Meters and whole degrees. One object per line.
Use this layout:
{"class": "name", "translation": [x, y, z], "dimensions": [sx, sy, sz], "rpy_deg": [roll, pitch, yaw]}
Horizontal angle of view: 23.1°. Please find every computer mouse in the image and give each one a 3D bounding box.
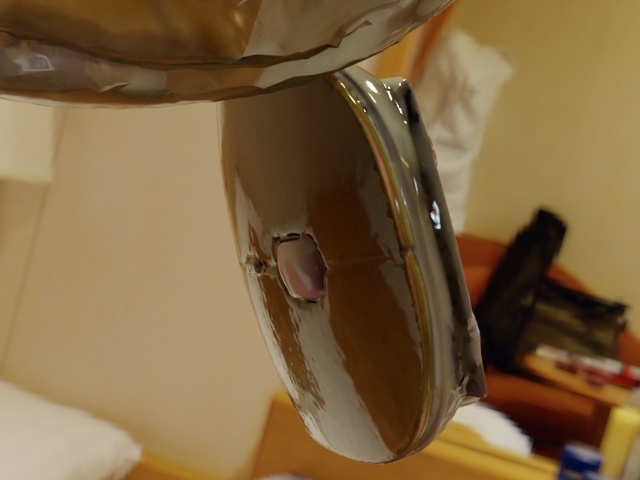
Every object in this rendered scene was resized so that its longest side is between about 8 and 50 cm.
{"class": "computer mouse", "translation": [0.000, 0.000, 0.663], "dimensions": [0.071, 0.158, 0.310], "rpy_deg": [-15, 5, -6]}

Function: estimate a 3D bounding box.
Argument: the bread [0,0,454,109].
{"class": "bread", "translation": [-0.041, -0.137, 0.418], "dimensions": [0.314, 0.192, 0.171], "rpy_deg": [-18, 31, -19]}
